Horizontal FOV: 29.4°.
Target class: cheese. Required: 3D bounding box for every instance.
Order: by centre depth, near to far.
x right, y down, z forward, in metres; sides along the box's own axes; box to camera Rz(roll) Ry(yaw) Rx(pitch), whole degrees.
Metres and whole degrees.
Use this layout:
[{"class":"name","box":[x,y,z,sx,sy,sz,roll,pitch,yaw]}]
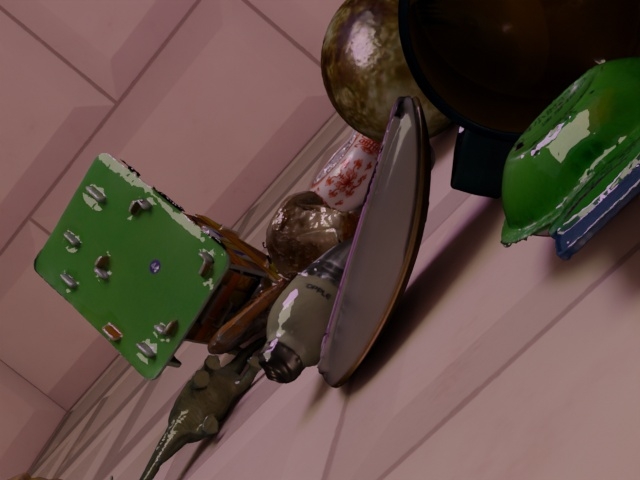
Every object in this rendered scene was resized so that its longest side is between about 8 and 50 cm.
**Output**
[{"class":"cheese","box":[0.209,-0.060,0.933,0.204,0.083,0.320,-46,7,17]}]

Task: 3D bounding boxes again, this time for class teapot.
[{"class":"teapot","box":[0.041,-0.102,1.952,0.245,0.116,0.159,-48,20,-4]}]

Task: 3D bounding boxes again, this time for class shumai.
[{"class":"shumai","box":[0.000,-0.004,1.775,0.116,0.145,0.145,10,52,37]}]

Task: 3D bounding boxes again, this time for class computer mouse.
[{"class":"computer mouse","box":[0.066,0.004,1.266,0.158,0.072,0.310,-75,1,-87]}]

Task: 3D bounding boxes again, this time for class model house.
[{"class":"model house","box":[-0.234,0.056,1.979,0.242,0.358,0.313,-58,-32,5]}]

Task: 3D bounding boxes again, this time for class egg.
[{"class":"egg","box":[0.115,-0.254,1.781,0.238,0.238,0.289,-45,18,35]}]

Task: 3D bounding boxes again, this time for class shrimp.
[{"class":"shrimp","box":[-0.087,0.107,1.788,0.187,0.051,0.132,-40,2,-26]}]

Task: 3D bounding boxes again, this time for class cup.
[{"class":"cup","box":[0.219,-0.225,1.268,0.242,0.308,0.292,-15,17,12]}]

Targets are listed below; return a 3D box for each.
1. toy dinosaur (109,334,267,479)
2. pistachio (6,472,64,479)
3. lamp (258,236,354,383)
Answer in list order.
[{"class":"toy dinosaur","box":[-0.162,0.230,1.700,0.363,0.076,0.147,-49,-3,-35]},{"class":"pistachio","box":[-0.396,0.427,1.593,0.321,0.229,0.238,-3,-73,-86]},{"class":"lamp","box":[0.005,0.072,1.399,0.101,0.101,0.250,-41,8,49]}]
